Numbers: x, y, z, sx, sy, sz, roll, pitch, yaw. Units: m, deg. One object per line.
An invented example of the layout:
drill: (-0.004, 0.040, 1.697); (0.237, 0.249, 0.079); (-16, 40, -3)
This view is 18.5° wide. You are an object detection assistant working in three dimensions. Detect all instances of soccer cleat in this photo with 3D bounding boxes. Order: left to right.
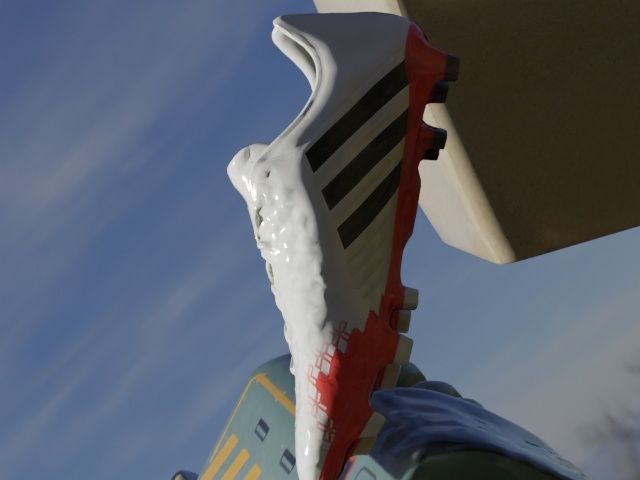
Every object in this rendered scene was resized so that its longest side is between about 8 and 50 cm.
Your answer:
soccer cleat: (0.000, 0.000, 0.329); (0.029, 0.036, 0.083); (103, 178, -76)

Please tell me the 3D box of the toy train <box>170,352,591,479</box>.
toy train: (0.007, 0.137, 0.698); (0.190, 0.142, 0.334); (-62, 12, 0)

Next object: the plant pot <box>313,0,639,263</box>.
plant pot: (0.064, -0.051, 0.552); (0.109, 0.096, 0.109); (-15, 7, -8)
